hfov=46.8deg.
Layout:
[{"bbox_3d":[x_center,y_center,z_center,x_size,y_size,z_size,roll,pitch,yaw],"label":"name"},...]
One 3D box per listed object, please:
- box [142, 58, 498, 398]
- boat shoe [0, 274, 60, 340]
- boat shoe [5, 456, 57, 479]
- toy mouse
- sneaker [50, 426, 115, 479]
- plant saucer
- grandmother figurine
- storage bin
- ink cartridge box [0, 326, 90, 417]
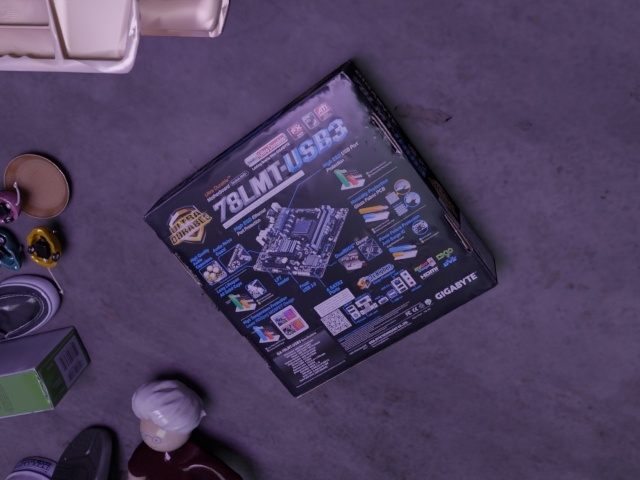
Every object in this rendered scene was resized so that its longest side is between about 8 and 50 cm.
[{"bbox_3d":[0.000,0.000,0.849,0.295,0.073,0.293,-33,104,21],"label":"box"},{"bbox_3d":[-0.451,0.108,0.964,0.229,0.076,0.080,-13,111,14],"label":"boat shoe"},{"bbox_3d":[-0.407,0.514,1.089,0.136,0.156,0.367,1,113,9],"label":"boat shoe"},{"bbox_3d":[-0.387,-0.016,0.913,0.143,0.031,0.161,12,130,10],"label":"toy mouse"},{"bbox_3d":[-0.319,0.380,1.057,0.087,0.130,0.227,3,81,27],"label":"sneaker"},{"bbox_3d":[-0.344,-0.068,0.904,0.083,0.015,0.083,3,115,7],"label":"plant saucer"},{"bbox_3d":[-0.186,0.339,1.009,0.208,0.104,0.342,0,114,15],"label":"grandmother figurine"},{"bbox_3d":[-0.235,-0.236,0.680,0.260,0.262,0.123,4,111,7],"label":"storage bin"},{"bbox_3d":[-0.426,0.182,0.974,0.209,0.109,0.062,-12,110,14],"label":"ink cartridge box"}]
